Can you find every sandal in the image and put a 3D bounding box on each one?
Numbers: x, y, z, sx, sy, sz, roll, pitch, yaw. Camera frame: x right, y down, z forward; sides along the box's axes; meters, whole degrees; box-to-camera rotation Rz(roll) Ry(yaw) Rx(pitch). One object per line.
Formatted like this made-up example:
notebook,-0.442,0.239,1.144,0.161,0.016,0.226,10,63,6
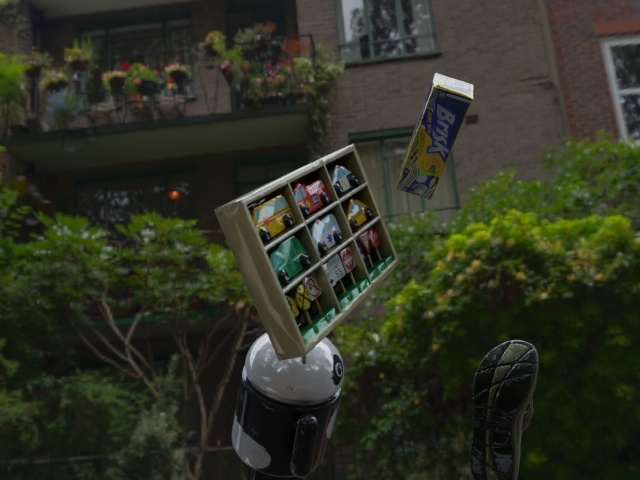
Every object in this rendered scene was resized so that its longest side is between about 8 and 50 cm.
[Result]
sandal,0.364,0.345,1.365,0.120,0.303,0.086,11,-1,41

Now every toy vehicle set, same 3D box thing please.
toy vehicle set,0.000,0.000,0.777,0.035,0.166,0.267,-17,10,32

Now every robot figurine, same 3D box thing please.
robot figurine,-0.054,0.280,1.161,0.209,0.278,0.173,25,26,29

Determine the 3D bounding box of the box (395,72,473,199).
box,0.161,-0.146,0.981,0.059,0.054,0.169,17,-55,1
